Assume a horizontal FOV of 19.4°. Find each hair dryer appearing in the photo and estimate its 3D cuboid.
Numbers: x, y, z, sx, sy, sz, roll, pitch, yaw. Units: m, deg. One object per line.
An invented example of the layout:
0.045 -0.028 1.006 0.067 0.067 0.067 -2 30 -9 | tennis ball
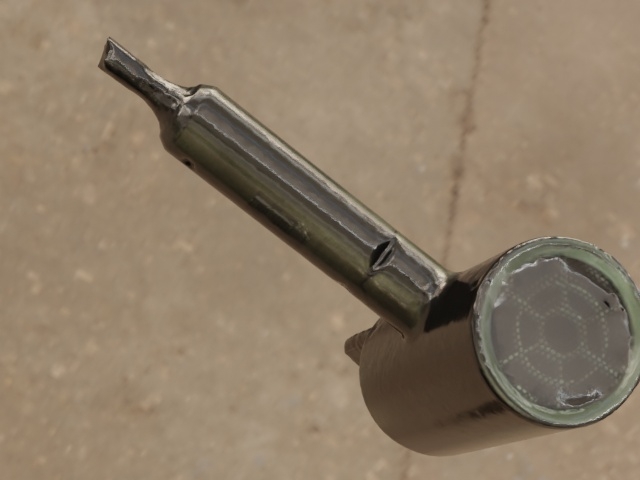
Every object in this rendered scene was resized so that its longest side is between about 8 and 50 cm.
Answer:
0.000 0.000 0.809 0.248 0.195 0.078 40 69 -7 | hair dryer
